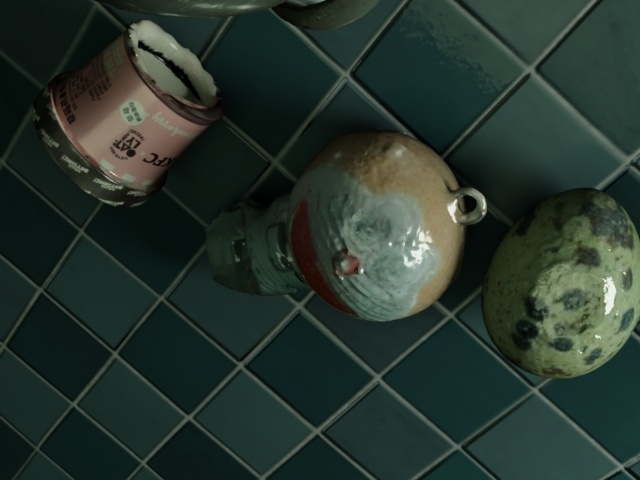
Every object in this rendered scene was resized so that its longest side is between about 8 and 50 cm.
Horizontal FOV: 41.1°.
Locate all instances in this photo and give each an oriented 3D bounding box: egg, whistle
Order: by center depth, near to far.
[{"bbox_3d":[0.223,0.039,0.776,0.141,0.141,0.182,19,111,11],"label":"egg"},{"bbox_3d":[0.000,0.000,0.835,0.347,0.189,0.189,-12,111,37],"label":"whistle"}]

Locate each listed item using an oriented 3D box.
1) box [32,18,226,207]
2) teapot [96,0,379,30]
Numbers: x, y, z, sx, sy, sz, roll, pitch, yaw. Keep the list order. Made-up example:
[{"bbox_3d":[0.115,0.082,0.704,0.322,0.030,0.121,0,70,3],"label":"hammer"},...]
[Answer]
[{"bbox_3d":[-0.181,-0.131,0.846,0.135,0.151,0.151,-36,99,21],"label":"box"},{"bbox_3d":[-0.076,-0.249,0.680,0.305,0.285,0.224,-36,68,34],"label":"teapot"}]
